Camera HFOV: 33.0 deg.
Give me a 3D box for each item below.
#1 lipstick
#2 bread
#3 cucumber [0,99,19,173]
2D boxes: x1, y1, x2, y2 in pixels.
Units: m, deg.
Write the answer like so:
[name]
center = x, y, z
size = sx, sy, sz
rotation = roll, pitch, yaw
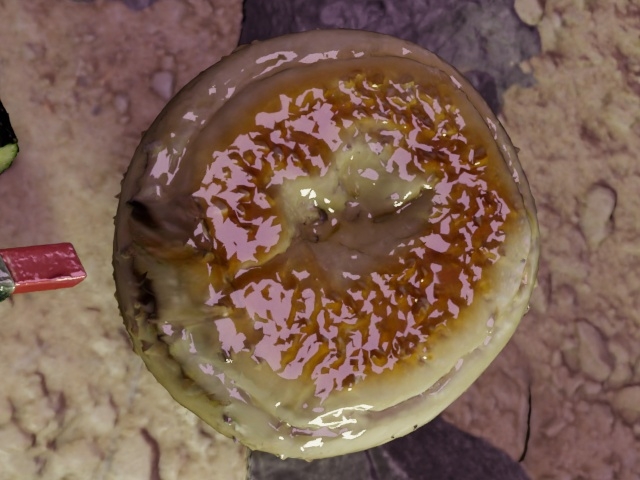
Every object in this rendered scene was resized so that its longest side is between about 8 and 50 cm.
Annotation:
[lipstick]
center = -0.320, 0.034, 0.740
size = 0.312, 0.051, 0.051
rotation = -8, 84, -16
[bread]
center = 0.000, 0.000, 0.762
size = 0.305, 0.159, 0.305
rotation = 1, 85, -16
[cucumber]
center = -0.288, -0.180, 0.764
size = 0.072, 0.072, 0.300
rotation = -19, 87, -15
